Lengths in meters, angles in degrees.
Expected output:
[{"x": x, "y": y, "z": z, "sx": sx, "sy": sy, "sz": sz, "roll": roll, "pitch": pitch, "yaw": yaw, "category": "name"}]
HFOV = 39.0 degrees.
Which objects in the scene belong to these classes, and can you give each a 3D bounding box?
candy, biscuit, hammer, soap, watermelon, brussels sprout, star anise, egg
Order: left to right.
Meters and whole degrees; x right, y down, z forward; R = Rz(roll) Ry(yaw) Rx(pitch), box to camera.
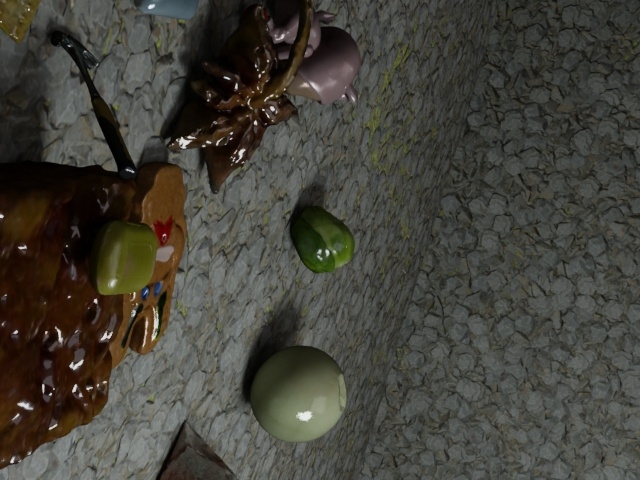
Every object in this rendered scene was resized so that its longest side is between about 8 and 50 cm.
[{"x": -0.374, "y": 0.082, "z": 1.014, "sx": 0.395, "sy": 0.166, "sz": 0.343, "roll": -18, "pitch": 121, "yaw": -71, "category": "biscuit"}, {"x": -0.348, "y": -0.277, "z": 1.024, "sx": 0.081, "sy": 0.018, "sz": 0.083, "roll": 46, "pitch": 62, "yaw": -69, "category": "biscuit"}, {"x": -0.274, "y": -0.167, "z": 1.125, "sx": 0.201, "sy": 0.021, "sz": 0.078, "roll": 64, "pitch": 12, "yaw": 11, "category": "hammer"}, {"x": -0.235, "y": 0.020, "z": 1.072, "sx": 0.140, "sy": 0.045, "sz": 0.089, "roll": 9, "pitch": 94, "yaw": -79, "category": "soap"}, {"x": -0.278, "y": 0.039, "z": 1.441, "sx": 0.202, "sy": 0.047, "sz": 0.334, "roll": -11, "pitch": 116, "yaw": -69, "category": "biscuit"}, {"x": -0.202, "y": -0.397, "z": 1.248, "sx": 0.138, "sy": 0.071, "sz": 0.174, "roll": -21, "pitch": 127, "yaw": -67, "category": "candy"}, {"x": -0.249, "y": 0.507, "z": 1.807, "sx": 0.310, "sy": 0.193, "sz": 0.232, "roll": -8, "pitch": 133, "yaw": -56, "category": "watermelon"}, {"x": -0.118, "y": -0.242, "z": 1.498, "sx": 0.349, "sy": 0.109, "sz": 0.292, "roll": -46, "pitch": 160, "yaw": -25, "category": "star anise"}, {"x": -0.049, "y": 0.351, "z": 2.072, "sx": 0.269, "sy": 0.219, "sz": 0.219, "roll": -26, "pitch": 130, "yaw": -65, "category": "egg"}, {"x": 0.005, "y": 0.005, "z": 2.072, "sx": 0.131, "sy": 0.145, "sz": 0.183, "roll": -46, "pitch": 154, "yaw": 3, "category": "brussels sprout"}]

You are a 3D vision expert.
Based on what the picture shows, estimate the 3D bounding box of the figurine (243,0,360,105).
[{"x": -0.044, "y": -0.362, "z": 1.657, "sx": 0.287, "sy": 0.186, "sz": 0.176, "roll": 50, "pitch": 14, "yaw": -47, "category": "figurine"}]
